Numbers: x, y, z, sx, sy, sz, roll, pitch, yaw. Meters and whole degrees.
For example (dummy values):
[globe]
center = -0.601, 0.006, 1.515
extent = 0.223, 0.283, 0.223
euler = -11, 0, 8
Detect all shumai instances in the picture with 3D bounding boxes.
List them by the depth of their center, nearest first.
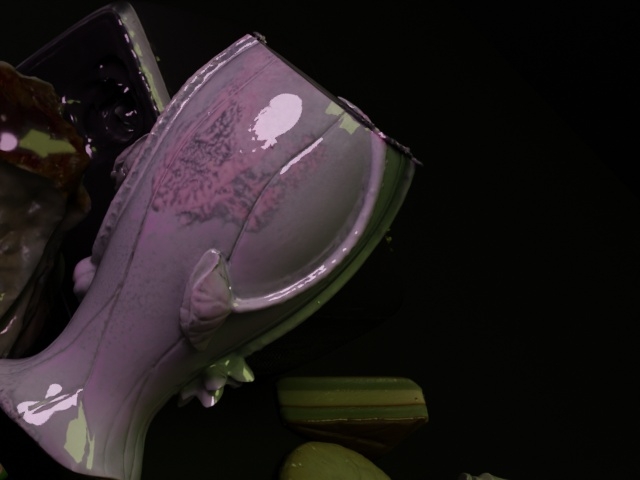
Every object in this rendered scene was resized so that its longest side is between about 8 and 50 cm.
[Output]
[shumai]
center = -0.320, -0.050, 1.810
extent = 0.304, 0.263, 0.309
euler = 1, 55, -56

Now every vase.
[vase]
center = -0.123, 0.028, 1.730
extent = 0.250, 0.445, 0.250
euler = 39, 5, -4

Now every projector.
[projector]
center = -0.136, -0.046, 2.104
extent = 0.405, 0.242, 0.395
euler = 5, 58, -58

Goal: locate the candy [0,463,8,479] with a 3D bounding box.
[candy]
center = -0.383, 0.165, 1.657
extent = 0.194, 0.062, 0.097
euler = 56, 25, 5

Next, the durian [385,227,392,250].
[durian]
center = 0.000, -0.003, 2.371
extent = 0.200, 0.176, 0.237
euler = 40, 18, -48

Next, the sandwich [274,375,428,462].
[sandwich]
center = 0.039, 0.201, 2.257
extent = 0.163, 0.113, 0.079
euler = 30, 33, -37

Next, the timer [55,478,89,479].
[timer]
center = -0.225, 0.320, 1.685
extent = 0.132, 0.132, 0.152
euler = 36, 52, -30

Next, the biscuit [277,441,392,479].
[biscuit]
center = 0.043, 0.327, 2.191
extent = 0.265, 0.040, 0.188
euler = 21, 37, -48

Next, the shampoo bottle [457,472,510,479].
[shampoo bottle]
center = 0.241, 0.346, 2.488
extent = 0.141, 0.049, 0.034
euler = 26, 31, -41
